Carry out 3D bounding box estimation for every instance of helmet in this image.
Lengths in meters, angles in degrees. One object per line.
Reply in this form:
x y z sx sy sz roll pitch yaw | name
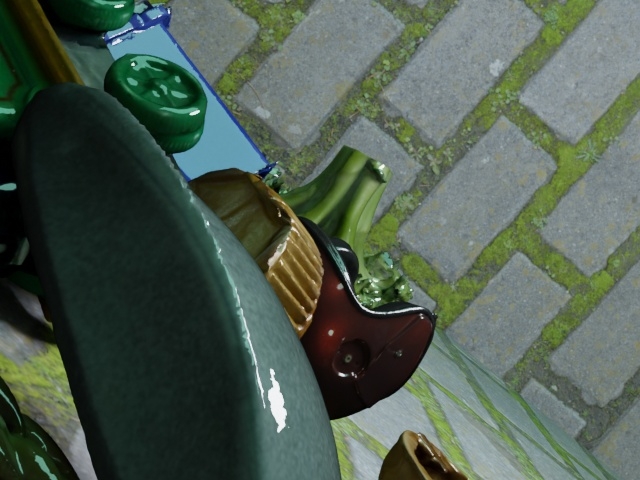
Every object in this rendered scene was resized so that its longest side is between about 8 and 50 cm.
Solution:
-0.007 0.079 1.054 0.189 0.193 0.216 42 -24 51 | helmet

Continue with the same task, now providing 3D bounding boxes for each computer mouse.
-0.068 0.069 0.572 0.203 0.114 0.373 81 -13 -65 | computer mouse

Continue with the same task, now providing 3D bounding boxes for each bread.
-0.090 0.038 0.916 0.104 0.199 0.199 53 -3 -37 | bread

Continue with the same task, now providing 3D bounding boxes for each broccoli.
-0.016 0.008 1.412 0.235 0.259 0.288 0 -20 40 | broccoli

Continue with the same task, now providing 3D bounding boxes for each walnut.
0.112 0.266 0.938 0.167 0.087 0.211 44 4 -40 | walnut

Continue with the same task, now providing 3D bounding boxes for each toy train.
-0.253 -0.104 0.825 0.249 0.178 0.429 -3 46 -37 | toy train

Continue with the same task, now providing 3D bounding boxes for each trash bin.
-0.170 -0.113 1.082 0.234 0.162 0.184 47 48 7 | trash bin

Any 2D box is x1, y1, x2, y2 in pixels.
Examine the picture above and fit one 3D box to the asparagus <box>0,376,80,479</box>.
-0.197 0.072 0.493 0.287 0.080 0.080 42 6 7 | asparagus
